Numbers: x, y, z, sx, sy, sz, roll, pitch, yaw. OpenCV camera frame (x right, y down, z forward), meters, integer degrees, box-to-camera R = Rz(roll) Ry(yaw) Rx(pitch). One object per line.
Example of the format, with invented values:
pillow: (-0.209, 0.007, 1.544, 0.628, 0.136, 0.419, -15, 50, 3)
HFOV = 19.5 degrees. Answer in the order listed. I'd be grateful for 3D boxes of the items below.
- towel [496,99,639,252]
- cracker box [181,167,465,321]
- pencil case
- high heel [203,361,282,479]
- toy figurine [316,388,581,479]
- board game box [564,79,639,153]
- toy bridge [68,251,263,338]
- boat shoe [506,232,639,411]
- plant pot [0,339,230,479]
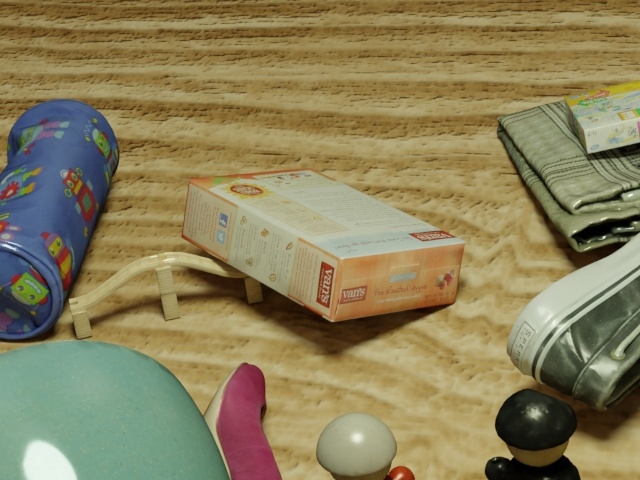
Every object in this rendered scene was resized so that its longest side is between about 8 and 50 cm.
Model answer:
towel: (0.355, -0.100, 1.858, 0.312, 0.056, 0.324, -12, 25, -4)
cracker box: (0.000, 0.000, 1.753, 0.156, 0.067, 0.232, -6, 23, -40)
pencil case: (-0.288, -0.021, 1.851, 0.133, 0.119, 0.306, -22, 27, 20)
high heel: (-0.050, 0.183, 1.522, 0.117, 0.082, 0.244, 28, 20, -1)
toy figurine: (0.099, 0.216, 1.332, 0.213, 0.148, 0.209, -5, 31, 4)
board game box: (0.330, -0.132, 1.864, 0.154, 0.026, 0.103, -13, 24, 0)
toy bridge: (-0.145, 0.043, 1.761, 0.188, 0.063, 0.026, -12, 31, -5)
boat shoe: (0.305, 0.057, 1.605, 0.335, 0.121, 0.119, -30, 59, -33)
plant pot: (-0.162, 0.238, 1.224, 0.290, 0.290, 0.195, -22, 43, -22)
